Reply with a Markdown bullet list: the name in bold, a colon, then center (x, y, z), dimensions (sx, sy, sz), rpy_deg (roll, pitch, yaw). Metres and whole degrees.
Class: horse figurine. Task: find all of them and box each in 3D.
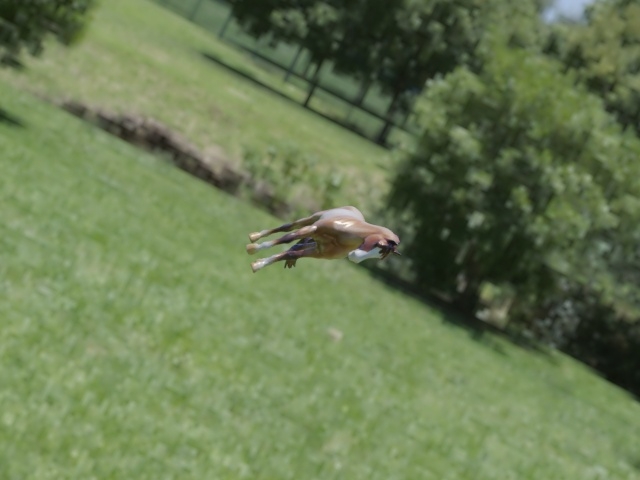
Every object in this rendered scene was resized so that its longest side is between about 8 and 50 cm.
- **horse figurine**: center (0.000, 0.000, 1.899), dimensions (0.174, 0.066, 0.263), rpy_deg (-13, 3, -1)
